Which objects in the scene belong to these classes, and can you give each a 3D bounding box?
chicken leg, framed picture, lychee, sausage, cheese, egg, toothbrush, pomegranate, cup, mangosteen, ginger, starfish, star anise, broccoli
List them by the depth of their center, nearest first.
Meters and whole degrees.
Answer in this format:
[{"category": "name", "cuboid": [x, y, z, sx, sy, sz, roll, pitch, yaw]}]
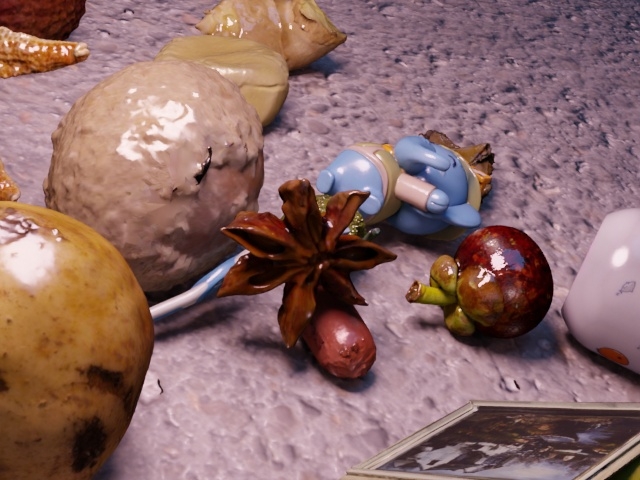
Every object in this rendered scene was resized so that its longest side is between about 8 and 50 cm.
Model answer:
[{"category": "pomegranate", "cuboid": [-0.283, 0.103, 0.894, 0.281, 0.281, 0.281, 12, 34, -8]}, {"category": "framed picture", "cuboid": [0.192, 0.202, 1.002, 0.232, 0.019, 0.296, -18, 5, -41]}, {"category": "star anise", "cuboid": [-0.023, 0.015, 1.129, 0.111, 0.196, 0.212, 29, -5, 46]}, {"category": "toothbrush", "cuboid": [-0.129, 0.045, 1.157, 0.386, 0.040, 0.040, -24, 50, -26]}, {"category": "sausage", "cuboid": [0.016, 0.107, 1.185, 0.076, 0.076, 0.141, -3, 39, -27]}, {"category": "starfish", "cuboid": [-0.442, -0.198, 1.196, 0.327, 0.375, 0.094, 22, 5, 27]}, {"category": "egg", "cuboid": [-0.198, -0.082, 1.197, 0.279, 0.279, 0.310, 27, 54, 14]}, {"category": "mangosteen", "cuboid": [0.212, 0.069, 1.281, 0.181, 0.156, 0.146, -35, 83, -16]}, {"category": "cup", "cuboid": [0.489, 0.094, 1.283, 0.317, 0.212, 0.212, 26, 35, 14]}, {"category": "broccoli", "cuboid": [0.000, 0.000, 1.301, 0.131, 0.130, 0.120, 14, 69, -28]}, {"category": "lychee", "cuboid": [-0.491, -0.394, 1.526, 0.260, 0.261, 0.261, 12, 34, -8]}, {"category": "cheese", "cuboid": [-0.164, -0.261, 1.591, 0.226, 0.117, 0.214, 5, 30, -10]}, {"category": "chicken leg", "cuboid": [0.219, -0.127, 1.602, 0.125, 0.080, 0.196, 4, 33, 3]}, {"category": "ginger", "cuboid": [-0.088, -0.367, 1.750, 0.267, 0.152, 0.138, -7, 65, -9]}]

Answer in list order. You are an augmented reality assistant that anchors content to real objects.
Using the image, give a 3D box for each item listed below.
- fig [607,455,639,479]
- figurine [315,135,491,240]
[{"category": "fig", "cuboid": [0.316, 0.282, 0.946, 0.207, 0.207, 0.230, 22, 42, 8]}, {"category": "figurine", "cuboid": [0.125, -0.070, 1.394, 0.180, 0.154, 0.262, 2, 7, 40]}]
